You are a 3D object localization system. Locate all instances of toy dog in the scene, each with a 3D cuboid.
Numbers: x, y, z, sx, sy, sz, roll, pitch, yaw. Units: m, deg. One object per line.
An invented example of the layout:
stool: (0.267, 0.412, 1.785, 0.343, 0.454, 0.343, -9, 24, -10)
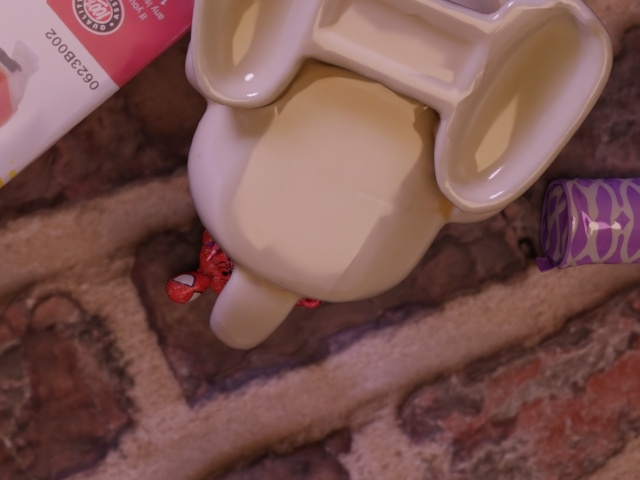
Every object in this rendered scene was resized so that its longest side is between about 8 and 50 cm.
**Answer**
toy dog: (0.044, -0.125, 1.543, 0.285, 0.408, 0.395, 15, 110, -2)

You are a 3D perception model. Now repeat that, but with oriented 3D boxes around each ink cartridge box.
ink cartridge box: (-0.330, -0.168, 1.587, 0.385, 0.160, 0.279, -40, 107, 0)

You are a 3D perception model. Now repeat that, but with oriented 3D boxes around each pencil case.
pencil case: (0.302, -0.013, 1.793, 0.206, 0.086, 0.088, 3, 126, -10)

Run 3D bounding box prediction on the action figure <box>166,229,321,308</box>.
action figure: (0.000, 0.000, 1.710, 0.280, 0.139, 0.091, -23, 105, -3)
